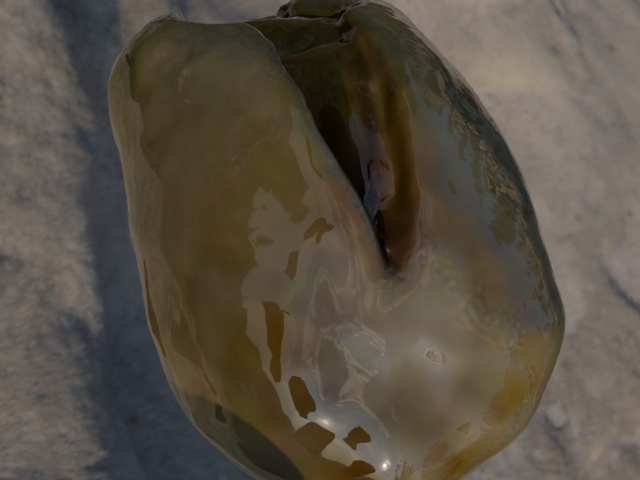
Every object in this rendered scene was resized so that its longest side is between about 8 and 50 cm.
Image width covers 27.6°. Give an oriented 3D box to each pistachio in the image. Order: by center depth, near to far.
[{"bbox_3d":[0.000,0.000,0.571,0.166,0.197,0.288,-5,39,-15],"label":"pistachio"}]
